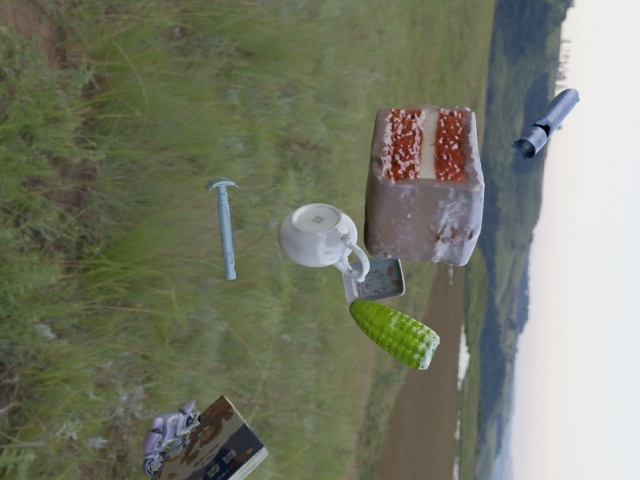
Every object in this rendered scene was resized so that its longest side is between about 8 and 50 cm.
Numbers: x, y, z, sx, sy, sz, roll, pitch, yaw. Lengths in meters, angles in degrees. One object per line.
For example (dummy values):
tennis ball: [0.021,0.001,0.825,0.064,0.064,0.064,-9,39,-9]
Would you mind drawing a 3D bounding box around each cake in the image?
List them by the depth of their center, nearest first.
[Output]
cake: [0.217,-0.124,1.369,0.309,0.236,0.230,-81,174,-47]

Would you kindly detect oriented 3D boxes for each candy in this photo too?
candy: [0.149,0.189,1.356,0.097,0.209,0.097,-47,157,-28]

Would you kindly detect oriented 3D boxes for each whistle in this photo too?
whistle: [0.596,-0.312,1.681,0.304,0.062,0.062,-43,138,-35]

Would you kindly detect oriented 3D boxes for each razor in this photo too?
razor: [-0.218,-0.025,1.464,0.106,0.068,0.232,-147,-128,-73]

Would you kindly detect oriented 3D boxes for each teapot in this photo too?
teapot: [0.000,0.000,1.652,0.204,0.298,0.140,-31,136,-36]

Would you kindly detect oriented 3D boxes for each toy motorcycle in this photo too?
toy motorcycle: [-0.422,0.532,1.781,0.225,0.073,0.152,-43,133,-42]

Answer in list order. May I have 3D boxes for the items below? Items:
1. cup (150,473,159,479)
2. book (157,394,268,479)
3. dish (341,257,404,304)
cup: [-0.424,0.825,2.109,0.323,0.236,0.327,68,26,-49]
book: [-0.332,0.626,1.862,0.300,0.428,0.039,-41,110,-14]
dish: [0.188,0.140,2.246,0.077,0.212,0.151,32,47,-69]
